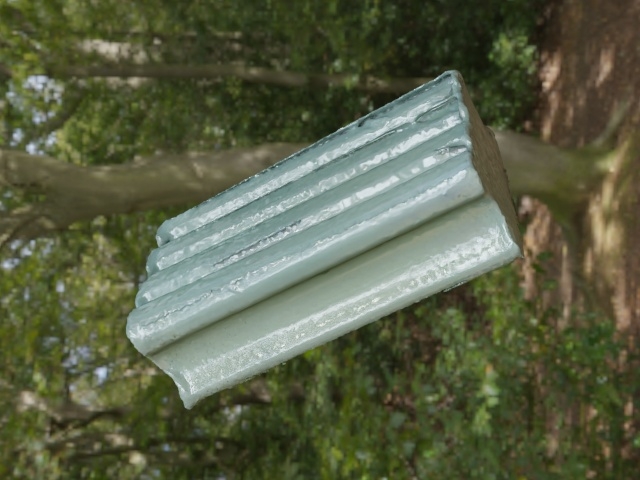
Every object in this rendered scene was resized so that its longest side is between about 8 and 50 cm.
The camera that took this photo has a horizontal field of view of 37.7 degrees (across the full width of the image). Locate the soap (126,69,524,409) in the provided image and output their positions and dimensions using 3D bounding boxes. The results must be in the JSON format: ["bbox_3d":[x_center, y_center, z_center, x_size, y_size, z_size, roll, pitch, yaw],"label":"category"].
[{"bbox_3d":[0.000,0.000,0.489,0.063,0.198,0.114,54,-157,-27],"label":"soap"}]
